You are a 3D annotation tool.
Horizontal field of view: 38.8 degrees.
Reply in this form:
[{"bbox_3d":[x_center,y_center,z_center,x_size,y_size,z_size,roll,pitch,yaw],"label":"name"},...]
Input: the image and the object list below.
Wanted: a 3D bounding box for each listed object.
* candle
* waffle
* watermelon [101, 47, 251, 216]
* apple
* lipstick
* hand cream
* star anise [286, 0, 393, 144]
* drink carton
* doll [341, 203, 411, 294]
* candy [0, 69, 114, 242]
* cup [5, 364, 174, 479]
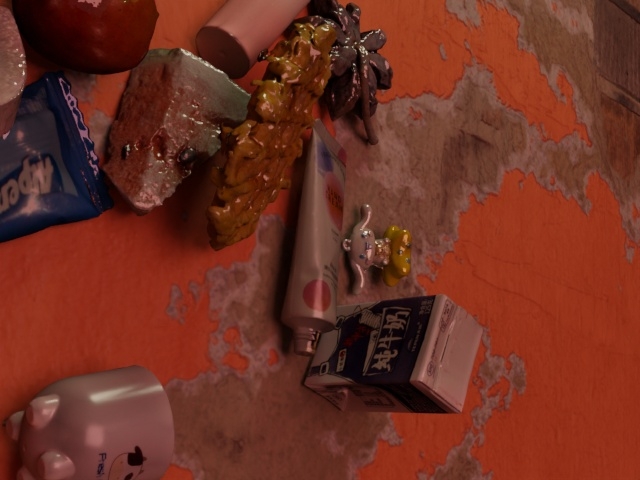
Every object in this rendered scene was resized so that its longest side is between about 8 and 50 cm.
[{"bbox_3d":[-0.381,-0.195,0.942,0.192,0.068,0.168,36,38,0],"label":"candle"},{"bbox_3d":[-0.063,-0.135,1.158,0.068,0.302,0.325,23,53,4],"label":"waffle"},{"bbox_3d":[-0.193,-0.131,1.143,0.154,0.094,0.241,38,57,-24],"label":"watermelon"},{"bbox_3d":[-0.269,-0.263,1.049,0.158,0.156,0.147,38,74,-44],"label":"apple"},{"bbox_3d":[-0.055,-0.364,1.307,0.087,0.087,0.327,51,54,-25],"label":"lipstick"},{"bbox_3d":[0.000,0.000,1.307,0.124,0.077,0.341,43,51,-57],"label":"hand cream"},{"bbox_3d":[0.047,-0.271,1.402,0.230,0.081,0.262,-39,107,-52],"label":"star anise"},{"bbox_3d":[0.099,0.162,1.270,0.102,0.222,0.134,38,58,-33],"label":"drink carton"},{"bbox_3d":[0.082,0.009,1.403,0.113,0.071,0.135,-14,86,-26],"label":"doll"},{"bbox_3d":[-0.367,-0.071,0.972,0.331,0.077,0.187,-30,110,-47],"label":"candy"},{"bbox_3d":[-0.264,0.225,0.999,0.142,0.173,0.134,-4,54,-42],"label":"cup"}]
